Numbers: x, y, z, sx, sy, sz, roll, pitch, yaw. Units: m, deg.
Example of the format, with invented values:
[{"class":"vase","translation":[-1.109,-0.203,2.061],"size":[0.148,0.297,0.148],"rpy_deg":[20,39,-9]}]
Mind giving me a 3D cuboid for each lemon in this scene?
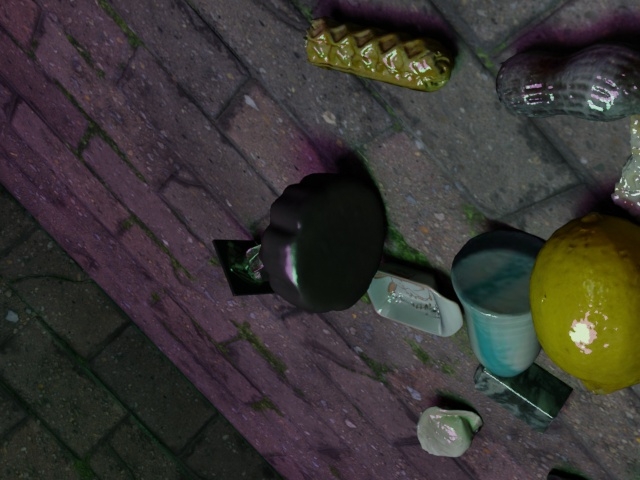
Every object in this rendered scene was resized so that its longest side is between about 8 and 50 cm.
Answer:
[{"class":"lemon","translation":[0.437,0.091,1.270],"size":[0.236,0.236,0.263],"rpy_deg":[25,136,30]}]

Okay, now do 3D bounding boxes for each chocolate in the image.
[{"class":"chocolate","translation":[0.343,-0.215,1.127],"size":[0.248,0.110,0.110],"rpy_deg":[6,133,46]}]

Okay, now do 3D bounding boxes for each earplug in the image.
[{"class":"earplug","translation":[0.343,0.147,1.543],"size":[0.185,0.185,0.324],"rpy_deg":[27,153,28]}]

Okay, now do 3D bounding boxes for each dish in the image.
[{"class":"dish","translation":[0.205,0.116,1.756],"size":[0.234,0.064,0.154],"rpy_deg":[18,141,40]}]

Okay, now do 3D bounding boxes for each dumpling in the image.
[{"class":"dumpling","translation":[0.306,0.456,2.032],"size":[0.150,0.092,0.176],"rpy_deg":[47,149,-10]}]

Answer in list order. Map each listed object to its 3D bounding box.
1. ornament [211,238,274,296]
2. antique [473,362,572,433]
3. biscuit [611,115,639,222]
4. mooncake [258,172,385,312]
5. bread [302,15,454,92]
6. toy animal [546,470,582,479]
[{"class":"ornament","translation":[-0.119,0.026,2.011],"size":[0.196,0.166,0.153],"rpy_deg":[-31,72,32]},{"class":"antique","translation":[0.412,0.302,1.716],"size":[0.183,0.086,0.088],"rpy_deg":[35,148,16]},{"class":"biscuit","translation":[0.503,-0.075,1.174],"size":[0.188,0.040,0.265],"rpy_deg":[-7,122,53]},{"class":"mooncake","translation":[0.000,0.000,1.647],"size":[0.141,0.283,0.283],"rpy_deg":[15,140,40]},{"class":"bread","translation":[0.095,-0.300,1.341],"size":[0.269,0.087,0.098],"rpy_deg":[21,143,35]},{"class":"toy animal","translation":[0.568,0.614,1.924],"size":[0.121,0.094,0.225],"rpy_deg":[21,143,19]}]
